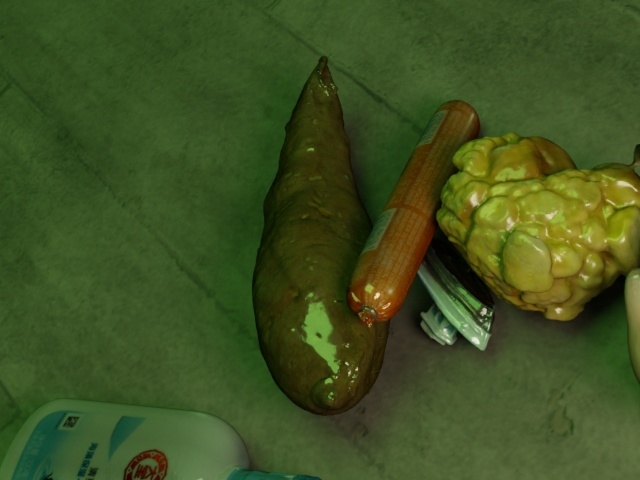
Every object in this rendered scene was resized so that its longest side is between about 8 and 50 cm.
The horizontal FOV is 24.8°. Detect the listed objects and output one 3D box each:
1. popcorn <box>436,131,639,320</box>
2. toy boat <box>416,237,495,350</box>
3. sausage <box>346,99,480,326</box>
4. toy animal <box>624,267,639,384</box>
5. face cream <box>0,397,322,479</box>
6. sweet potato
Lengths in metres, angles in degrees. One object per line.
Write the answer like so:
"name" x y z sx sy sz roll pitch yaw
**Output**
"popcorn" 0.190 -0.006 1.277 0.194 0.140 0.163 15 56 28
"toy boat" 0.116 0.055 1.328 0.066 0.059 0.140 -59 40 21
"sausage" 0.089 -0.033 1.344 0.053 0.053 0.348 -6 33 27
"toy animal" 0.352 0.085 1.094 0.250 0.154 0.166 9 39 41
"face cream" -0.148 0.230 1.330 0.337 0.080 0.163 2 57 32
"sweet potato" -0.001 0.002 1.391 0.130 0.130 0.422 -18 45 18
